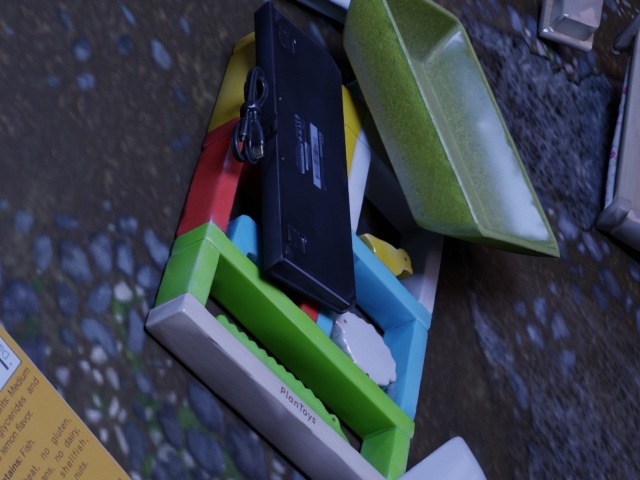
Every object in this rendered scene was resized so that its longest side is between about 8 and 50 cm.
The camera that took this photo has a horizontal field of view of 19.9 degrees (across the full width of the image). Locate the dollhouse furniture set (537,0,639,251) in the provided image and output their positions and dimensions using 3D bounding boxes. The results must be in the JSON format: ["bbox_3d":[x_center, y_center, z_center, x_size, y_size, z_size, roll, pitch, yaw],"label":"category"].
[{"bbox_3d":[0.301,0.001,1.529,0.356,0.174,0.303,20,61,-12],"label":"dollhouse furniture set"}]

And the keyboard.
[{"bbox_3d":[-0.020,-0.053,1.053,0.108,0.023,0.180,37,40,-47],"label":"keyboard"}]

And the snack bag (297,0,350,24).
[{"bbox_3d":[-0.054,-0.319,1.227,0.323,0.037,0.342,21,52,-48],"label":"snack bag"}]

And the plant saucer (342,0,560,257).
[{"bbox_3d":[0.079,-0.071,1.187,0.188,0.045,0.188,12,54,-67],"label":"plant saucer"}]

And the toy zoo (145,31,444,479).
[{"bbox_3d":[0.000,0.000,1.094,0.192,0.030,0.293,45,37,-29],"label":"toy zoo"}]

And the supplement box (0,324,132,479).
[{"bbox_3d":[-0.152,0.092,0.768,0.233,0.078,0.080,54,36,-16],"label":"supplement box"}]

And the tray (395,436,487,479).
[{"bbox_3d":[0.101,0.256,1.040,0.145,0.030,0.270,-24,96,-58],"label":"tray"}]
